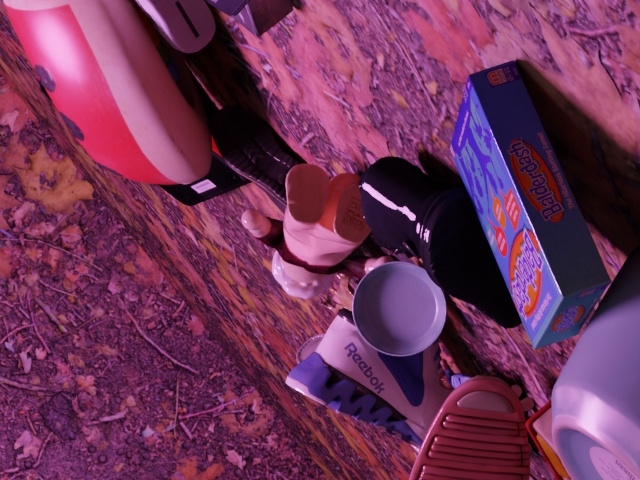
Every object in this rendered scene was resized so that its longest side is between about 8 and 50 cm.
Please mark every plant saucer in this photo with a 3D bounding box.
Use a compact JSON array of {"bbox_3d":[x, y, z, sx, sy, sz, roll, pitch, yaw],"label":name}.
[{"bbox_3d":[0.100,0.084,1.893,0.119,0.119,0.021,51,-166,4],"label":"plant saucer"}]

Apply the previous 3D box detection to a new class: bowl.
[{"bbox_3d":[0.314,0.172,1.281,0.311,0.163,0.311,47,166,15],"label":"bowl"}]

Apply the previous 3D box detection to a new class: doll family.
[{"bbox_3d":[0.221,0.216,1.911,0.193,0.076,0.111,60,169,-13],"label":"doll family"}]

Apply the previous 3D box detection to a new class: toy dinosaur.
[{"bbox_3d":[0.047,0.097,2.202,0.092,0.053,0.183,31,156,53],"label":"toy dinosaur"}]

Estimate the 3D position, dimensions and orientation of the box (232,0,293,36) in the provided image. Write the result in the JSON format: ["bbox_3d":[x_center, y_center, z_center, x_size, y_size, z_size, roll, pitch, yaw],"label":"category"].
[{"bbox_3d":[-0.137,-0.348,1.637,0.231,0.056,0.183,43,163,34],"label":"box"}]

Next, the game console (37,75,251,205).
[{"bbox_3d":[-0.276,-0.190,2.367,0.342,0.060,0.386,38,165,-13],"label":"game console"}]

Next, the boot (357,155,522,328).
[{"bbox_3d":[0.106,-0.021,1.549,0.207,0.094,0.246,39,178,36],"label":"boot"}]

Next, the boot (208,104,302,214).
[{"bbox_3d":[-0.071,-0.087,2.080,0.198,0.077,0.137,47,171,22],"label":"boot"}]

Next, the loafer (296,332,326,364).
[{"bbox_3d":[0.037,0.180,2.314,0.111,0.112,0.319,45,164,-20],"label":"loafer"}]

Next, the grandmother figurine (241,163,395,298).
[{"bbox_3d":[0.000,0.000,1.970,0.207,0.104,0.342,30,163,-1],"label":"grandmother figurine"}]

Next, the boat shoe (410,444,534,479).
[{"bbox_3d":[0.230,0.354,2.149,0.324,0.116,0.097,48,171,31],"label":"boat shoe"}]

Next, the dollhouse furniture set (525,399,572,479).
[{"bbox_3d":[0.287,0.360,1.774,0.374,0.201,0.152,58,165,-28],"label":"dollhouse furniture set"}]

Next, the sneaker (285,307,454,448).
[{"bbox_3d":[0.125,0.167,1.988,0.315,0.182,0.127,25,-177,-29],"label":"sneaker"}]

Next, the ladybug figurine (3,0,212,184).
[{"bbox_3d":[-0.286,-0.247,2.013,0.305,0.161,0.449,-105,-11,-62],"label":"ladybug figurine"}]

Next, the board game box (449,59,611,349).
[{"bbox_3d":[0.177,-0.027,1.315,0.160,0.047,0.210,93,157,-70],"label":"board game box"}]

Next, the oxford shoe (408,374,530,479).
[{"bbox_3d":[0.176,0.310,1.865,0.140,0.146,0.397,11,122,5],"label":"oxford shoe"}]

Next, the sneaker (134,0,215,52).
[{"bbox_3d":[-0.212,-0.333,1.843,0.091,0.094,0.258,40,162,36],"label":"sneaker"}]

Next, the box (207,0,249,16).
[{"bbox_3d":[-0.127,-0.348,1.116,0.312,0.179,0.343,28,170,-12],"label":"box"}]
